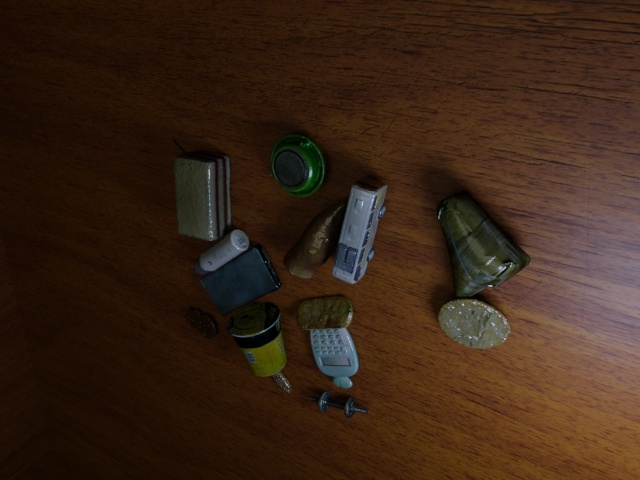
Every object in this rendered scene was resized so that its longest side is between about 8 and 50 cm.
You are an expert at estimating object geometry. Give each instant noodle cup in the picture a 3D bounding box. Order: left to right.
[{"bbox_3d":[-0.232,0.394,1.906,0.215,0.215,0.236,1,118,30],"label":"instant noodle cup"}]

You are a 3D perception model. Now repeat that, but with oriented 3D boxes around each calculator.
[{"bbox_3d":[0.052,0.417,1.836,0.183,0.042,0.296,-7,104,33],"label":"calculator"}]

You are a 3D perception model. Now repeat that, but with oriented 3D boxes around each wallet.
[{"bbox_3d":[-0.317,0.165,1.943,0.378,0.046,0.191,-28,94,37],"label":"wallet"}]

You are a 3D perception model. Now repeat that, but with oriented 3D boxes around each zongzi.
[{"bbox_3d":[0.402,0.037,1.424,0.286,0.138,0.300,50,143,11],"label":"zongzi"}]

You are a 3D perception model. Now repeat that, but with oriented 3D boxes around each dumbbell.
[{"bbox_3d":[0.064,0.636,1.899,0.253,0.081,0.082,4,112,29],"label":"dumbbell"}]

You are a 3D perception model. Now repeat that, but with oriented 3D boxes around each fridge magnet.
[{"bbox_3d":[-0.080,-0.242,1.598,0.207,0.088,0.208,12,116,26],"label":"fridge magnet"}]

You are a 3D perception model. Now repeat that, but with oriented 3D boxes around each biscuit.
[{"bbox_3d":[-0.523,0.360,2.160,0.175,0.026,0.124,33,122,14],"label":"biscuit"},{"bbox_3d":[0.012,0.265,1.781,0.247,0.029,0.119,-9,74,34],"label":"biscuit"},{"bbox_3d":[0.465,0.254,1.495,0.219,0.033,0.220,16,135,17],"label":"biscuit"}]

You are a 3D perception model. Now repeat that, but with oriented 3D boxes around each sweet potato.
[{"bbox_3d":[-0.003,-0.001,1.639,0.131,0.131,0.337,44,127,7],"label":"sweet potato"}]

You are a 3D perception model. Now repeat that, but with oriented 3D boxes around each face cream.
[{"bbox_3d":[-0.405,0.059,1.922,0.311,0.092,0.092,-31,93,37],"label":"face cream"}]

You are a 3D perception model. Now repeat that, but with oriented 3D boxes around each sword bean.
[{"bbox_3d":[-0.537,-0.352,1.871,0.083,0.012,0.012,48,126,6],"label":"sword bean"}]

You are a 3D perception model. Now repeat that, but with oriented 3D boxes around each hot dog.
[{"bbox_3d":[-0.163,0.583,2.037,0.122,0.037,0.049,51,129,4],"label":"hot dog"}]

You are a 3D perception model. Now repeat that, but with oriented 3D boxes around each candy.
[{"bbox_3d":[-0.437,-0.164,1.818,0.179,0.135,0.321,15,118,23],"label":"candy"}]

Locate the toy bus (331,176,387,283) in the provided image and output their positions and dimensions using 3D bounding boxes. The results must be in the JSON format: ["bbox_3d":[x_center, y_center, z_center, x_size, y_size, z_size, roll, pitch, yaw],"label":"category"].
[{"bbox_3d":[0.122,-0.025,1.543,0.097,0.138,0.343,22,118,18],"label":"toy bus"}]
